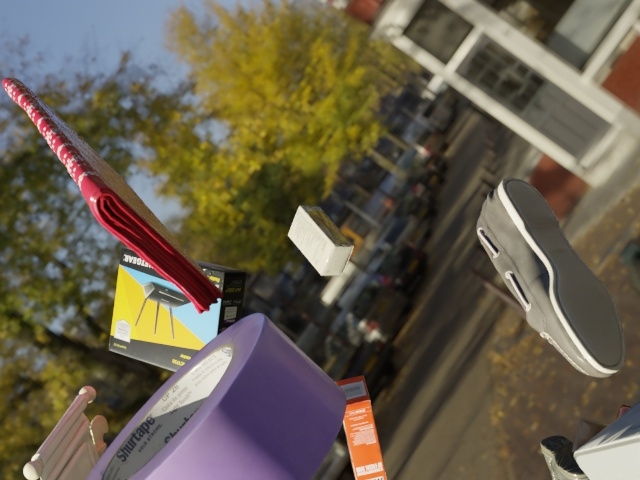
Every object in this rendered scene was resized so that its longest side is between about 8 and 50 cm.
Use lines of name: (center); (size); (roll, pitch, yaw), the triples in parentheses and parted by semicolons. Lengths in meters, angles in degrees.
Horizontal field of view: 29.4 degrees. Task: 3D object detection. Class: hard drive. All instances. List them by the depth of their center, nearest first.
hard drive: (0.363, 0.092, 1.004); (0.307, 0.040, 0.203); (-34, -8, -13)

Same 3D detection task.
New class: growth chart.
growth chart: (-0.217, 0.266, 1.107); (0.172, 0.021, 0.237); (-51, -44, -74)

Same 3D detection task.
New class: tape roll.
tape roll: (-0.076, 0.143, 0.822); (0.189, 0.080, 0.189); (-43, 11, 10)

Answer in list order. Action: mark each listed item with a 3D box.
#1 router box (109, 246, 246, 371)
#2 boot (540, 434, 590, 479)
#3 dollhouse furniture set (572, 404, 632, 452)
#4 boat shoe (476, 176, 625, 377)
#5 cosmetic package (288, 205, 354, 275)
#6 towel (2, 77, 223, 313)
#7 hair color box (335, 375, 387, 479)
router box: (-0.174, 0.086, 1.473); (0.046, 0.179, 0.133); (1, -82, -51)
boot: (0.475, 0.479, 2.244); (0.076, 0.209, 0.189); (-13, 11, -4)
dollhouse furniture set: (0.285, 0.293, 1.229); (0.262, 0.135, 0.259); (93, -168, -84)
boat shoe: (0.311, 0.063, 1.674); (0.095, 0.112, 0.335); (-56, 43, 39)
cosmetic package: (0.000, 0.000, 1.902); (0.041, 0.115, 0.060); (2, -56, -36)
towel: (-0.212, -0.048, 1.216); (0.031, 0.199, 0.275); (-44, 43, -2)
hair color box: (0.067, 0.319, 2.000); (0.053, 0.167, 0.093); (-14, 20, -1)
